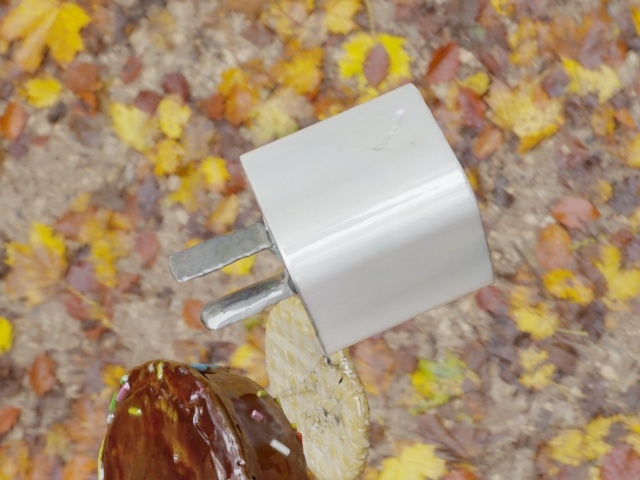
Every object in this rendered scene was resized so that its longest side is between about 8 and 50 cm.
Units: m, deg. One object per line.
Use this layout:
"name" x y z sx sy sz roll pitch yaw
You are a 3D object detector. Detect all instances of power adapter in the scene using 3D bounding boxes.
"power adapter" 0.000 0.000 0.947 0.205 0.130 0.125 -22 53 -2

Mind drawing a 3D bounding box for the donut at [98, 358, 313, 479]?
"donut" -0.082 0.198 0.996 0.235 0.089 0.235 9 101 55

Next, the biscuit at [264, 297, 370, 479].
"biscuit" -0.007 0.162 1.473 0.220 0.033 0.220 38 134 52
